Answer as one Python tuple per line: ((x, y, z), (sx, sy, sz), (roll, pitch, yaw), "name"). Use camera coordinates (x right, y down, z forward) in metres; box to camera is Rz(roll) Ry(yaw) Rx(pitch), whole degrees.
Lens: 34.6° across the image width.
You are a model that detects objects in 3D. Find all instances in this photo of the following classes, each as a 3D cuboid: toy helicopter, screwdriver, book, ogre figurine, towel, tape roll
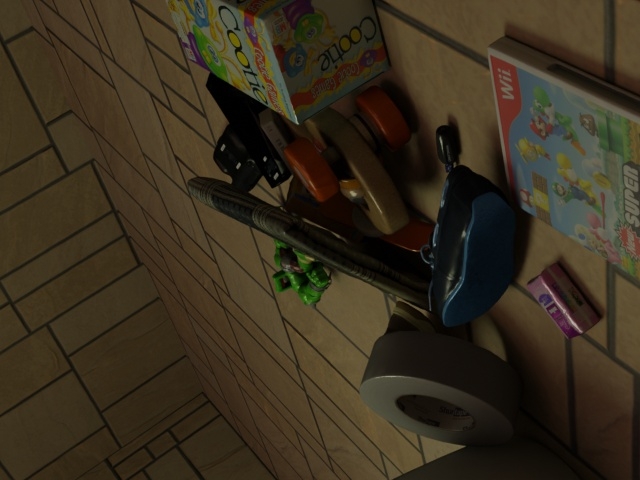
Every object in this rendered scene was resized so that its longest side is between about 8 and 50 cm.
((0.032, -0.103, 1.396), (0.235, 0.140, 0.355), (56, 176, -28), "toy helicopter")
((0.155, -0.072, 1.230), (0.024, 0.025, 0.170), (42, 157, 38), "screwdriver")
((-0.043, -0.129, 1.557), (0.144, 0.035, 0.096), (57, -173, -18), "book")
((-0.042, 0.036, 1.826), (0.197, 0.097, 0.118), (34, 142, 26), "ogre figurine")
((0.000, 0.000, 1.498), (0.324, 0.056, 0.312), (28, 177, -33), "towel")
((0.168, 0.208, 1.427), (0.219, 0.072, 0.219), (15, 153, 8), "tape roll")

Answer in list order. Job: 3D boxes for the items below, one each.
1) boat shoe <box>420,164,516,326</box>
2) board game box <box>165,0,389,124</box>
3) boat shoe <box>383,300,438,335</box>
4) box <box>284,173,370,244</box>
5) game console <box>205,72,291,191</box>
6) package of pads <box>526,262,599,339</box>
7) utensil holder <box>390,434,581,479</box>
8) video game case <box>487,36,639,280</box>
((0.177, 0.005, 1.203), (0.258, 0.109, 0.089), (98, 148, -53), "boat shoe")
((-0.064, -0.274, 1.258), (0.275, 0.144, 0.142), (36, 153, 47), "board game box")
((0.143, 0.167, 1.531), (0.080, 0.073, 0.223), (34, 168, 36), "boat shoe")
((0.017, -0.045, 1.493), (0.136, 0.028, 0.081), (24, -151, -10), "box")
((-0.136, -0.176, 1.791), (0.213, 0.044, 0.361), (58, 162, 2), "game console")
((0.271, 0.069, 1.156), (0.083, 0.032, 0.050), (54, 165, 9), "package of pads")
((0.166, 0.469, 1.413), (0.327, 0.385, 0.328), (25, 123, 46), "utensil holder")
((0.270, -0.056, 0.954), (0.285, 0.025, 0.204), (39, 156, 44), "video game case")
